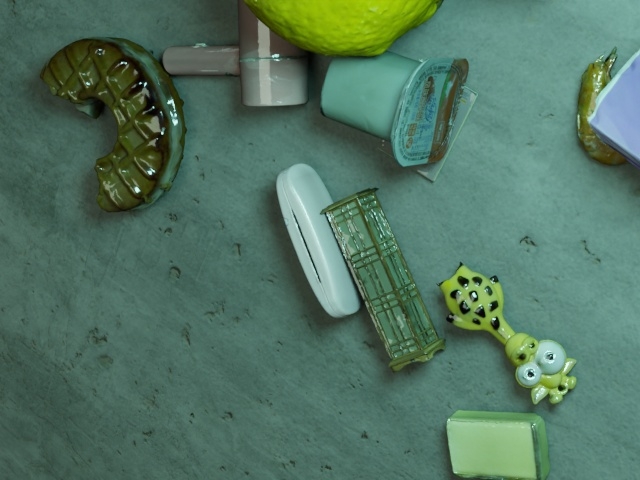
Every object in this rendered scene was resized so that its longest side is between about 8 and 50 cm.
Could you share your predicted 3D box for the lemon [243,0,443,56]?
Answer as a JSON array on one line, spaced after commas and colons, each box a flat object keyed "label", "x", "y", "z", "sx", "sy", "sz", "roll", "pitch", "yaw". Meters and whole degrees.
[{"label": "lemon", "x": 0.040, "y": -0.464, "z": 1.708, "sx": 0.387, "sy": 0.350, "sz": 0.350, "roll": 18, "pitch": 118, "yaw": -21}]

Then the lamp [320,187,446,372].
[{"label": "lamp", "x": 0.116, "y": 0.070, "z": 1.958, "sx": 0.089, "sy": 0.090, "sz": 0.325, "roll": -25, "pitch": 89, "yaw": 32}]

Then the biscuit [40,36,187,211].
[{"label": "biscuit", "x": -0.402, "y": -0.249, "z": 2.174, "sx": 0.268, "sy": 0.115, "sz": 0.366, "roll": -33, "pitch": 85, "yaw": 33}]

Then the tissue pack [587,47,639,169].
[{"label": "tissue pack", "x": 0.582, "y": -0.160, "z": 1.526, "sx": 0.338, "sy": 0.160, "sz": 0.242, "roll": 42, "pitch": 100, "yaw": 30}]

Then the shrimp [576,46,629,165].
[{"label": "shrimp", "x": 0.473, "y": -0.212, "z": 1.712, "sx": 0.132, "sy": 0.051, "sz": 0.187, "roll": -5, "pitch": 104, "yaw": 10}]

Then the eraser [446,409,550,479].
[{"label": "eraser", "x": 0.318, "y": 0.367, "z": 1.926, "sx": 0.172, "sy": 0.058, "sz": 0.117, "roll": -3, "pitch": 100, "yaw": 31}]

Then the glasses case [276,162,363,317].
[{"label": "glasses case", "x": 0.000, "y": 0.000, "z": 1.995, "sx": 0.075, "sy": 0.113, "sz": 0.297, "roll": -22, "pitch": 89, "yaw": 30}]

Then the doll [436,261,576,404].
[{"label": "doll", "x": 0.320, "y": 0.161, "z": 1.861, "sx": 0.117, "sy": 0.086, "sz": 0.291, "roll": -43, "pitch": 78, "yaw": 0}]

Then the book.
[{"label": "book", "x": 0.186, "y": -0.209, "z": 1.894, "sx": 0.127, "sy": 0.014, "sz": 0.181, "roll": 34, "pitch": 116, "yaw": 20}]

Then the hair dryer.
[{"label": "hair dryer", "x": -0.177, "y": -0.361, "z": 2.022, "sx": 0.352, "sy": 0.125, "sz": 0.210, "roll": 6, "pitch": 104, "yaw": 36}]

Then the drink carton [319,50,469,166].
[{"label": "drink carton", "x": 0.115, "y": -0.247, "z": 1.818, "sx": 0.189, "sy": 0.191, "sz": 0.185, "roll": 30, "pitch": 116, "yaw": 29}]
